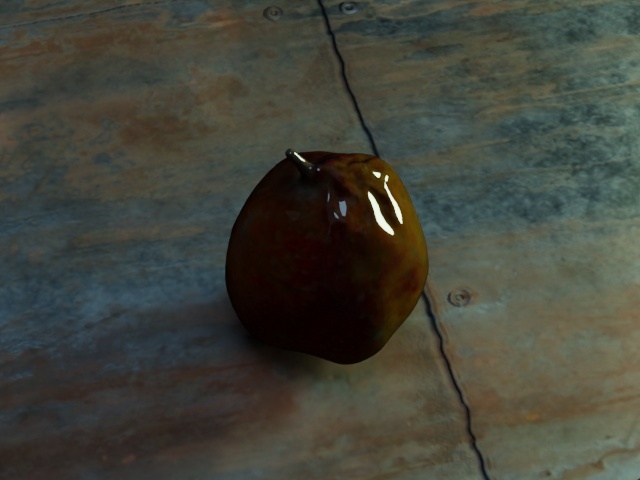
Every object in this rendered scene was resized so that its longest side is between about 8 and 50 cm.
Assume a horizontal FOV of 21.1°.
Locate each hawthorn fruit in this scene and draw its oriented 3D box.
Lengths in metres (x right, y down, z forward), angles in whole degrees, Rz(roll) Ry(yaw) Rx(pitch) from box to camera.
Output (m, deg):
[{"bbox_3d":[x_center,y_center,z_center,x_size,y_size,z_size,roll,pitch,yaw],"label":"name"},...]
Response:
[{"bbox_3d":[0.000,0.000,1.705,0.208,0.248,0.208,-3,52,4],"label":"hawthorn fruit"}]

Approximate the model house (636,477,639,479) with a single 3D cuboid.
[{"bbox_3d":[0.429,0.348,1.481,0.267,0.194,0.325,-15,57,-14],"label":"model house"}]
